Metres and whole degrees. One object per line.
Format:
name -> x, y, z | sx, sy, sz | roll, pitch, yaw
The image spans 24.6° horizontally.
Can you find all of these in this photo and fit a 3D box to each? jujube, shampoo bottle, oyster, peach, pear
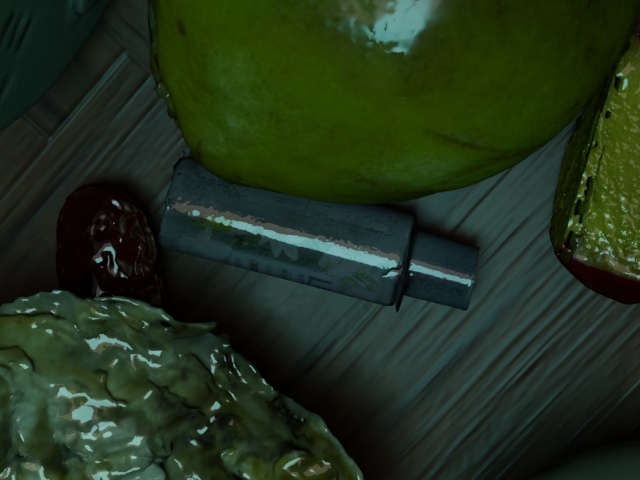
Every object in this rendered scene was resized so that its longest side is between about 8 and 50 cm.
jujube -> -0.146, 0.024, 1.008 | 0.077, 0.077, 0.129 | -11, 91, 9
shampoo bottle -> 0.000, 0.000, 0.989 | 0.214, 0.072, 0.072 | 15, 99, 5
oyster -> -0.137, 0.148, 0.962 | 0.351, 0.115, 0.238 | 29, 124, -16
peach -> 0.205, -0.043, 0.946 | 0.127, 0.092, 0.172 | -9, 85, 3
pear -> 0.041, -0.153, 0.869 | 0.321, 0.269, 0.269 | -36, 92, 14

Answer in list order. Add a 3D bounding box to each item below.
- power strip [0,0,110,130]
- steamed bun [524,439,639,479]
power strip -> -0.202, -0.240, 0.835 | 0.161, 0.357, 0.358 | 25, 100, 5
steamed bun -> 0.216, 0.281, 0.929 | 0.324, 0.206, 0.324 | 1, 95, 6
